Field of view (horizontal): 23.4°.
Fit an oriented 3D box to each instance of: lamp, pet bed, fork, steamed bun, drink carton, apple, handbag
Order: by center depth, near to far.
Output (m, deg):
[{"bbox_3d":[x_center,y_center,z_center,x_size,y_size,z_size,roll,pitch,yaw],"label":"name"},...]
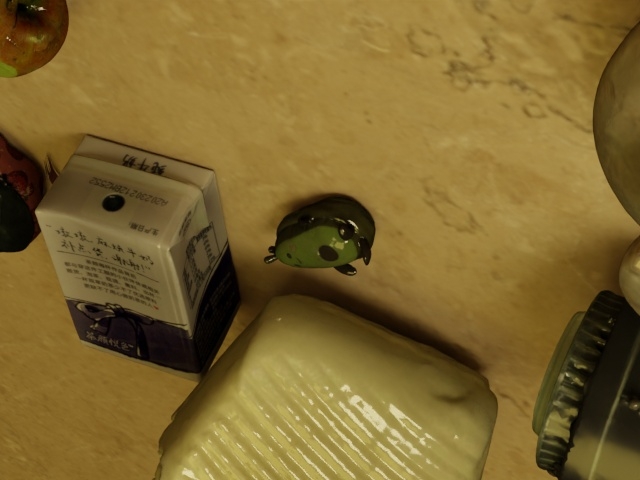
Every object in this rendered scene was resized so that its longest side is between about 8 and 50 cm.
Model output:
[{"bbox_3d":[0.296,0.142,1.138,0.272,0.205,0.374,25,163,-1],"label":"lamp"},{"bbox_3d":[-0.252,-0.181,1.191,0.102,0.099,0.114,2,167,44],"label":"apple"},{"bbox_3d":[0.000,0.000,1.315,0.111,0.047,0.072,-13,130,43],"label":"handbag"},{"bbox_3d":[-0.162,0.020,1.413,0.134,0.102,0.222,18,148,17],"label":"drink carton"},{"bbox_3d":[0.001,0.191,1.427,0.290,0.273,0.272,32,-179,-13],"label":"steamed bun"},{"bbox_3d":[-0.233,-0.040,1.459,0.012,0.016,0.115,-5,139,29],"label":"fork"},{"bbox_3d":[-0.353,-0.058,1.484,0.201,0.053,0.201,20,149,13],"label":"pet bed"}]

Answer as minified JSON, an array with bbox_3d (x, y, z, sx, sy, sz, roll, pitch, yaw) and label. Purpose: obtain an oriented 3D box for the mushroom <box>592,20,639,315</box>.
[{"bbox_3d":[0.264,-0.032,0.908,0.243,0.243,0.243,19,148,12],"label":"mushroom"}]
